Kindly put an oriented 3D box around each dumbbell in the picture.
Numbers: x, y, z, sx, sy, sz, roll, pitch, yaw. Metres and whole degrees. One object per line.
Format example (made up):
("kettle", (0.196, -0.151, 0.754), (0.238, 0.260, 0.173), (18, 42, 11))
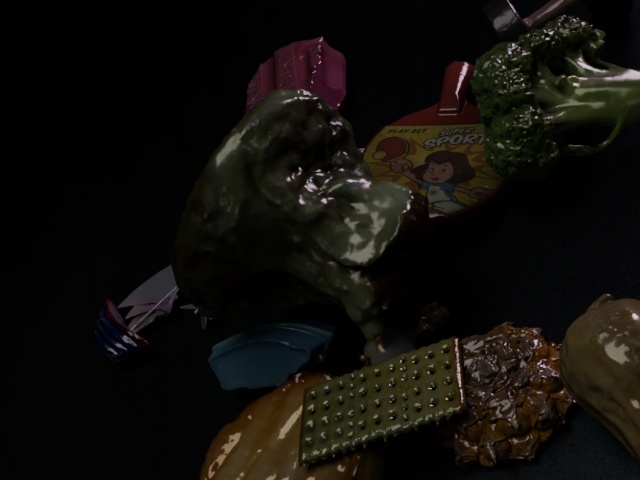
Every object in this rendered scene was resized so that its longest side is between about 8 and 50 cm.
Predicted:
("dumbbell", (0.396, -0.389, 1.505), (0.218, 0.152, 0.152), (-33, 35, 15))

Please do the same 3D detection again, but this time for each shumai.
("shumai", (0.000, 0.000, 1.297), (0.323, 0.397, 0.324), (29, 45, 17))

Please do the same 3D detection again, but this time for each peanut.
("peanut", (0.350, 0.156, 0.943), (0.143, 0.159, 0.291), (-62, 29, 19))

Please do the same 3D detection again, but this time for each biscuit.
("biscuit", (-0.039, 0.319, 1.205), (0.296, 0.102, 0.296), (-28, 33, 20))
("biscuit", (0.075, 0.205, 1.137), (0.231, 0.016, 0.139), (-21, 32, 18))

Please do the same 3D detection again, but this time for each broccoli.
("broccoli", (0.373, -0.216, 1.344), (0.302, 0.186, 0.254), (-11, 54, -7))

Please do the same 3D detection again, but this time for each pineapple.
("pineapple", (0.217, 0.185, 1.119), (0.225, 0.076, 0.225), (-29, 34, 22))

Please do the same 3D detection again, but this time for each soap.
("soap", (-0.054, -0.310, 1.903), (0.220, 0.127, 0.325), (-28, 35, 20))

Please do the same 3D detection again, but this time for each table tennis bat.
("table tennis bat", (0.207, -0.166, 1.490), (0.268, 0.051, 0.415), (1, 44, 20))

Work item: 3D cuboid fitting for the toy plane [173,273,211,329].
("toy plane", (-0.173, 0.061, 1.674), (0.226, 0.058, 0.226), (15, 63, 34))

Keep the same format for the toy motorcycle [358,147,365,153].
("toy motorcycle", (0.042, -0.081, 1.573), (0.260, 0.110, 0.171), (-28, 30, 19))

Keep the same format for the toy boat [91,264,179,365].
("toy boat", (-0.351, 0.113, 1.796), (0.219, 0.072, 0.318), (-1, 48, 41))

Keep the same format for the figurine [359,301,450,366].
("figurine", (0.125, 0.143, 1.272), (0.143, 0.068, 0.101), (-25, 30, 3))

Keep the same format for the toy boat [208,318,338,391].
("toy boat", (-0.067, 0.173, 1.409), (0.238, 0.109, 0.098), (-18, 15, 39))
